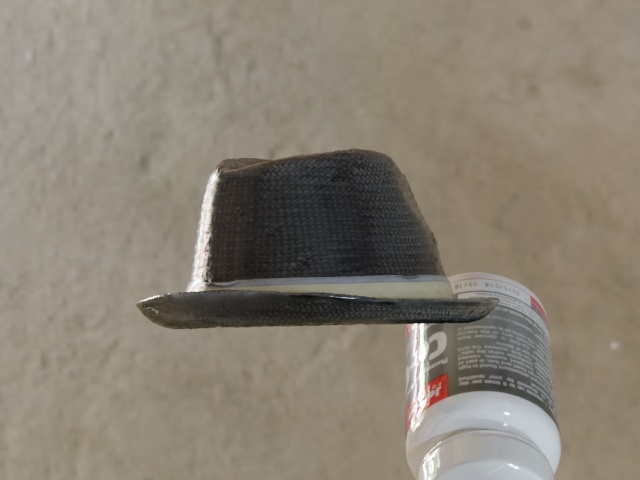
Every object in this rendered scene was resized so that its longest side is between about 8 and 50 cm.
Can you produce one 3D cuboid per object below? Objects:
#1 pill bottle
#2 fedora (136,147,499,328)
[{"bbox_3d":[0.169,0.180,1.770,0.161,0.161,0.283,-49,22,32],"label":"pill bottle"},{"bbox_3d":[0.000,0.000,1.470,0.334,0.334,0.152,-3,87,41],"label":"fedora"}]
